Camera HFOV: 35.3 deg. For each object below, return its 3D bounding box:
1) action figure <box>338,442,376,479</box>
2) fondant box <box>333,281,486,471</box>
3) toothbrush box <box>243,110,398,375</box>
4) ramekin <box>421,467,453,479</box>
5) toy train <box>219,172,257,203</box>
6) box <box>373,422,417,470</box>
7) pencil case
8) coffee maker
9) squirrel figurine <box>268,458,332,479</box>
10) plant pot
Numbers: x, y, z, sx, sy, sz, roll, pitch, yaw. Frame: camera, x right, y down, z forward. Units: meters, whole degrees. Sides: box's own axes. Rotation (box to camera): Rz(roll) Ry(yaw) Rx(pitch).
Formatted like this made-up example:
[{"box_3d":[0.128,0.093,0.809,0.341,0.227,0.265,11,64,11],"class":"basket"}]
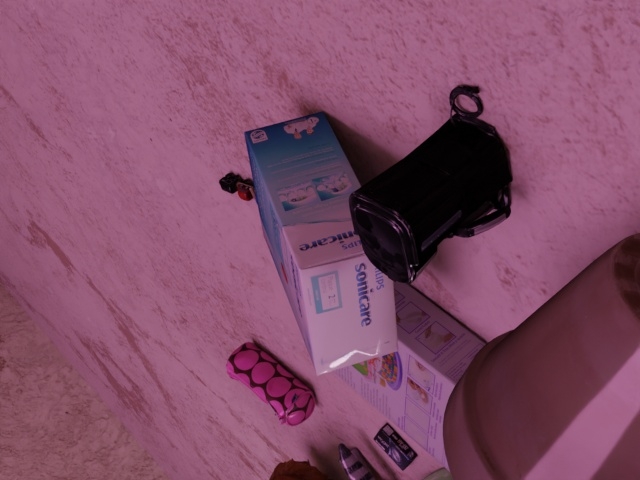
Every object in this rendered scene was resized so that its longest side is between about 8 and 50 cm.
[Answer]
[{"box_3d":[0.110,0.565,1.928,0.330,0.341,0.179,37,112,16],"class":"action figure"},{"box_3d":[0.150,0.200,1.556,0.330,0.096,0.238,37,150,28],"class":"fondant box"},{"box_3d":[0.000,0.000,1.393,0.216,0.126,0.296,82,168,-45],"class":"toothbrush box"},{"box_3d":[0.179,0.549,1.720,0.148,0.303,0.303,45,154,0],"class":"ramekin"},{"box_3d":[-0.124,-0.085,1.719,0.158,0.036,0.027,21,140,47],"class":"toy train"},{"box_3d":[0.140,0.387,1.887,0.083,0.018,0.067,46,153,14],"class":"box"},{"box_3d":[-0.110,0.300,2.100,0.209,0.098,0.095,33,147,37],"class":"pencil case"},{"box_3d":[0.123,-0.063,1.181,0.120,0.178,0.171,6,128,55],"class":"coffee maker"},{"box_3d":[0.030,0.653,2.143,0.370,0.397,0.281,25,108,1],"class":"squirrel figurine"},{"box_3d":[0.320,0.151,1.029,0.323,0.323,0.280,41,135,24],"class":"plant pot"}]
